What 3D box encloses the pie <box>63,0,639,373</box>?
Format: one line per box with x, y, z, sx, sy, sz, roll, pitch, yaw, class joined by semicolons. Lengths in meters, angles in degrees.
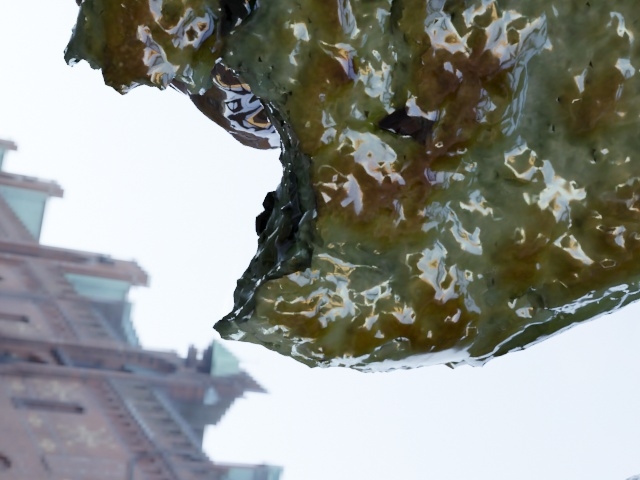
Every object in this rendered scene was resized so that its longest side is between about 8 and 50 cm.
0.065;-0.074;0.476;0.067;0.302;0.303;-110;-143;-63;pie

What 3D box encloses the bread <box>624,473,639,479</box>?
0.146;0.151;0.517;0.111;0.234;0.184;65;-19;17;bread

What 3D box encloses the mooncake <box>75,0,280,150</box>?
-0.012;-0.200;0.780;0.161;0.290;0.290;41;-57;25;mooncake
